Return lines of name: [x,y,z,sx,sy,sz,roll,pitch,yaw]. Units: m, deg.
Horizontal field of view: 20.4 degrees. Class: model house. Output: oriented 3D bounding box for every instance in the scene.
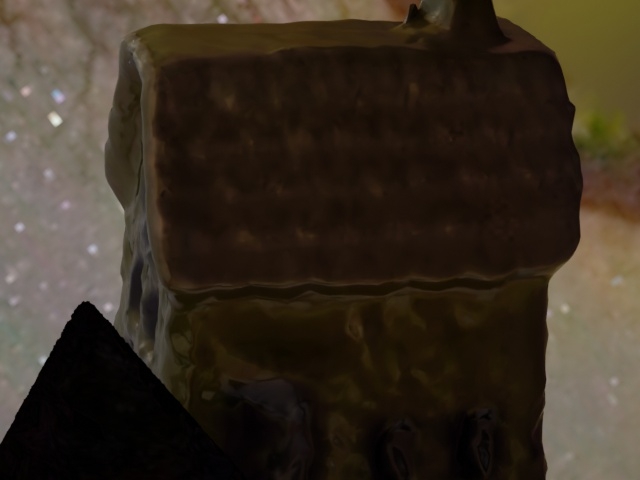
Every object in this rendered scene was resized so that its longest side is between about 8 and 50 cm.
model house: [0.000,0.000,0.798,0.175,0.193,0.234,-130,39,-69]

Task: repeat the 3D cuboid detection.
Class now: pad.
pad: [-0.035,0.163,0.655,0.265,0.009,0.159,52,-145,-23]
